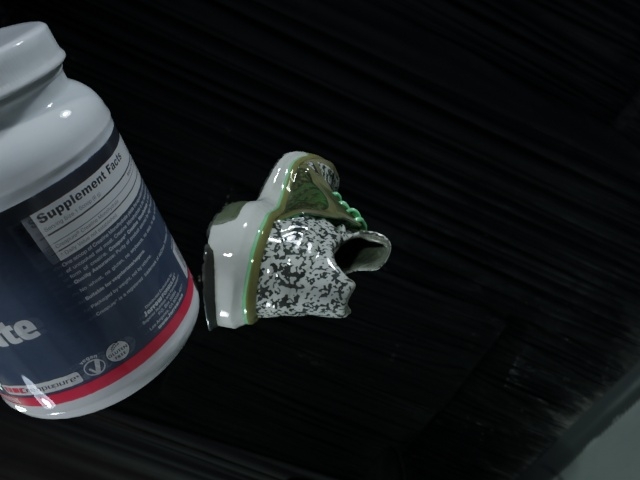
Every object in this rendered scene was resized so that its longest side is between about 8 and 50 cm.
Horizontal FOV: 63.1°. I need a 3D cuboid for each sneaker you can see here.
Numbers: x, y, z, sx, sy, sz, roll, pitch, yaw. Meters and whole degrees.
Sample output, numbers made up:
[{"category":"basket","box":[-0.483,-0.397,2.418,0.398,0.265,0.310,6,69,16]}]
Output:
[{"category":"sneaker","box":[0.000,0.000,0.673,0.410,0.182,0.158,-62,-17,-62]}]

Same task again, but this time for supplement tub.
[{"category":"supplement tub","box":[-0.231,-0.009,0.420,0.191,0.191,0.272,-76,-26,-51]}]
